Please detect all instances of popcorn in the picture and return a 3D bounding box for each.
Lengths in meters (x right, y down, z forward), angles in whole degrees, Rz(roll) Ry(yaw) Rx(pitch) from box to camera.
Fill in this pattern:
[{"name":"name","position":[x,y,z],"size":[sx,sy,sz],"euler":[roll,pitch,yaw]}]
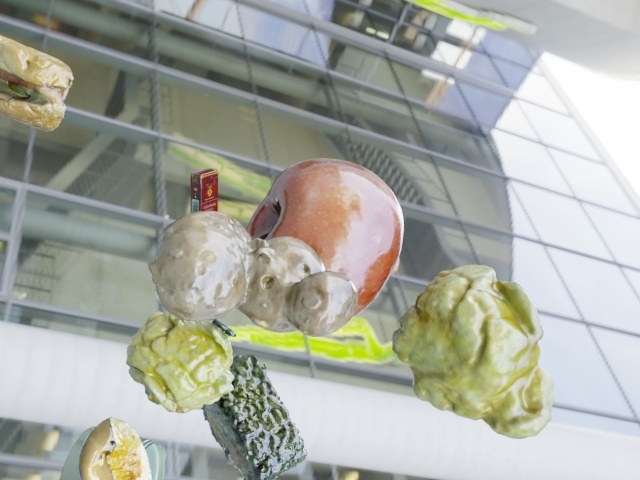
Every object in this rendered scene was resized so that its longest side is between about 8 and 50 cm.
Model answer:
[{"name":"popcorn","position":[-0.325,0.293,2.107],"size":[0.237,0.293,0.293],"euler":[-58,-159,-11]},{"name":"popcorn","position":[0.308,0.227,1.770],"size":[0.293,0.334,0.292],"euler":[-27,-152,4]}]

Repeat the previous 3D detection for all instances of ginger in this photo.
[{"name":"ginger","position":[-0.095,0.054,1.308],"size":[0.244,0.304,0.155],"euler":[-95,-163,-78]}]

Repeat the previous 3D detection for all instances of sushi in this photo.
[{"name":"sushi","position":[-0.204,0.497,2.408],"size":[0.352,0.178,0.294],"euler":[58,-25,11]}]

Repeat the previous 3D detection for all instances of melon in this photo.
[{"name":"melon","position":[-0.336,0.380,1.449],"size":[0.079,0.128,0.160],"euler":[-25,-104,12]}]

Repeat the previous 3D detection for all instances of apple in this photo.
[{"name":"apple","position":[0.000,0.000,1.784],"size":[0.348,0.277,0.349],"euler":[-45,-147,40]}]

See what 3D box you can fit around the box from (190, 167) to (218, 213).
[{"name":"box","position":[-0.192,-0.075,1.451],"size":[0.023,0.051,0.082],"euler":[11,-71,25]}]

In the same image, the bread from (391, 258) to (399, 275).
[{"name":"bread","position":[0.110,0.056,2.485],"size":[0.081,0.225,0.134],"euler":[99,-27,-57]}]

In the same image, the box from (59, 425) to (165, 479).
[{"name":"box","position":[-0.451,0.532,1.901],"size":[0.226,0.149,0.226],"euler":[11,90,-78]}]

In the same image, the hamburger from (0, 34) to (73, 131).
[{"name":"hamburger","position":[-0.686,-0.360,1.932],"size":[0.330,0.209,0.162],"euler":[38,-73,56]}]
